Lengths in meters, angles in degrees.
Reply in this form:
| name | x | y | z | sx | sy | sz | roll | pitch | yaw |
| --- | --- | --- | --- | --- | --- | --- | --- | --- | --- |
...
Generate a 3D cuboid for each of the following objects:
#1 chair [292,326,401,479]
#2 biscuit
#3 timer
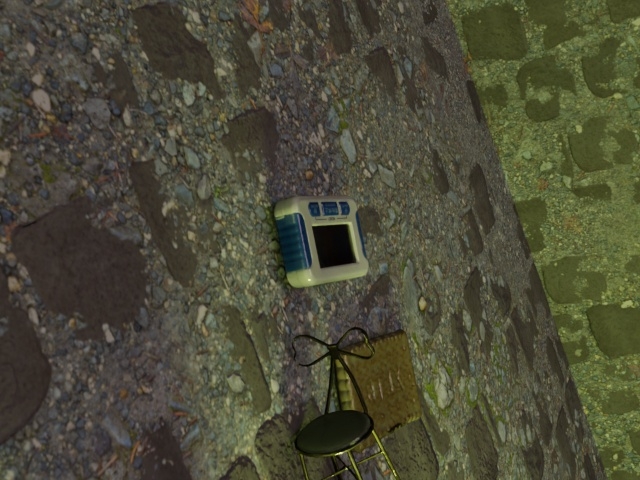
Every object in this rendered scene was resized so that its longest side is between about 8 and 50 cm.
| name | x | y | z | sx | sy | sz | roll | pitch | yaw |
| --- | --- | --- | --- | --- | --- | --- | --- | --- | --- |
| chair | 0.029 | 0.340 | 1.399 | 0.170 | 0.160 | 0.325 | -38 | 114 | -60 |
| biscuit | 0.127 | 0.315 | 1.686 | 0.325 | 0.044 | 0.217 | -6 | 83 | -60 |
| timer | 0.000 | 0.000 | 1.578 | 0.253 | 0.078 | 0.178 | -4 | 83 | -59 |
